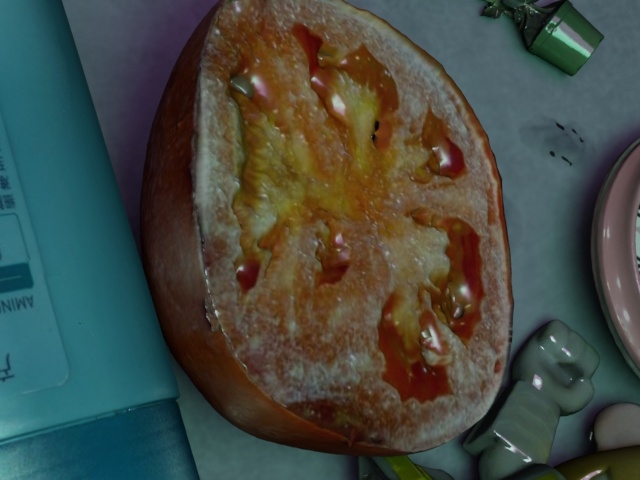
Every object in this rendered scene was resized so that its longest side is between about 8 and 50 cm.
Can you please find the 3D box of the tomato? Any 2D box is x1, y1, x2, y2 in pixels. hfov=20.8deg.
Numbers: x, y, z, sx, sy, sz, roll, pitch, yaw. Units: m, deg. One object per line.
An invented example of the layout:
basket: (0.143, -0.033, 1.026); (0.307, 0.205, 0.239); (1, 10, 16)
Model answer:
tomato: (-0.012, 0.001, 1.205); (0.338, 0.144, 0.338); (17, 64, -40)

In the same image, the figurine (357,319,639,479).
figurine: (0.183, 0.222, 1.229); (0.285, 0.167, 0.342); (-6, 82, -16)

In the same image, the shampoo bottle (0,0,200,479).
shampoo bottle: (-0.277, 0.034, 1.081); (0.331, 0.331, 0.342); (-16, 85, -12)

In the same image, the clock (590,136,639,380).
clock: (0.307, 0.024, 1.312); (0.244, 0.056, 0.244); (9, 71, -27)

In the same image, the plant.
plant: (0.166, -0.171, 1.337); (0.102, 0.051, 0.051); (36, 78, 1)
